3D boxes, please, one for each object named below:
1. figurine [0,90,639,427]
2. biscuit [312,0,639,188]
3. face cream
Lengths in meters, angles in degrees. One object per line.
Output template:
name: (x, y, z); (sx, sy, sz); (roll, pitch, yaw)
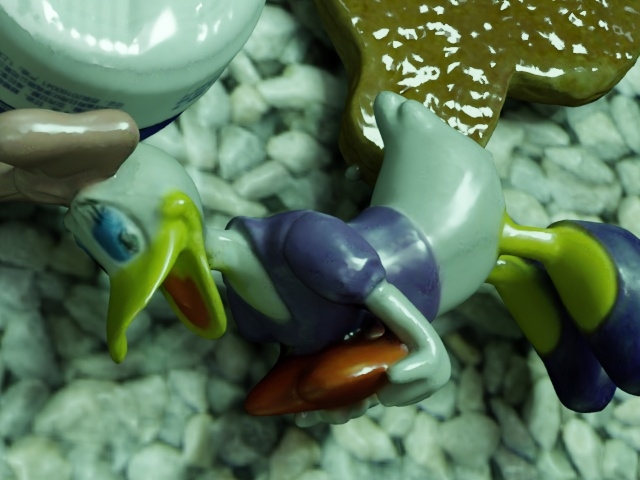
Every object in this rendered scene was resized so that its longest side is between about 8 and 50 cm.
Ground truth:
figurine: (0.005, 0.005, 1.090); (0.421, 0.154, 0.193); (0, 78, -23)
biscuit: (0.037, -0.253, 1.270); (0.283, 0.064, 0.432); (-28, 84, -24)
face cream: (-0.135, -0.164, 1.115); (0.206, 0.111, 0.206); (12, 62, -23)
